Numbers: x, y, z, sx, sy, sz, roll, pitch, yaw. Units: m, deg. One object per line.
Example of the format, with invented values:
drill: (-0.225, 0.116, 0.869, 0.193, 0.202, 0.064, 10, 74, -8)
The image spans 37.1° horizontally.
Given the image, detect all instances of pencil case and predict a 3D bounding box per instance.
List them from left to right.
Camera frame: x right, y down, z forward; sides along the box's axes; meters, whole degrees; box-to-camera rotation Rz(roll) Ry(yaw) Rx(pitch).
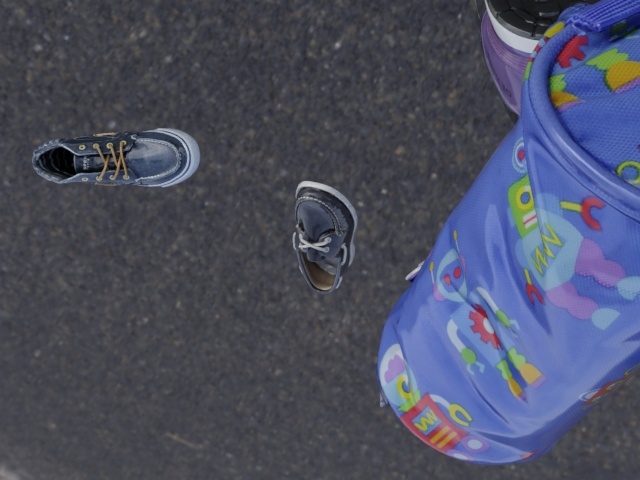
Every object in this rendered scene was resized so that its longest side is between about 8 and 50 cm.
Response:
pencil case: (0.113, 0.012, 0.470, 0.133, 0.119, 0.306, 53, 155, 19)

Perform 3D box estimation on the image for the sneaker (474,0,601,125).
sneaker: (0.165, -0.209, 0.827, 0.107, 0.283, 0.124, -2, 137, 5)

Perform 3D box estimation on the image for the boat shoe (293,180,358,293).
boat shoe: (0.000, 0.000, 0.706, 0.046, 0.038, 0.125, 19, 156, 12)

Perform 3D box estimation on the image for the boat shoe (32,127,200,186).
boat shoe: (-0.225, -0.086, 1.045, 0.183, 0.083, 0.065, 0, 100, 30)
